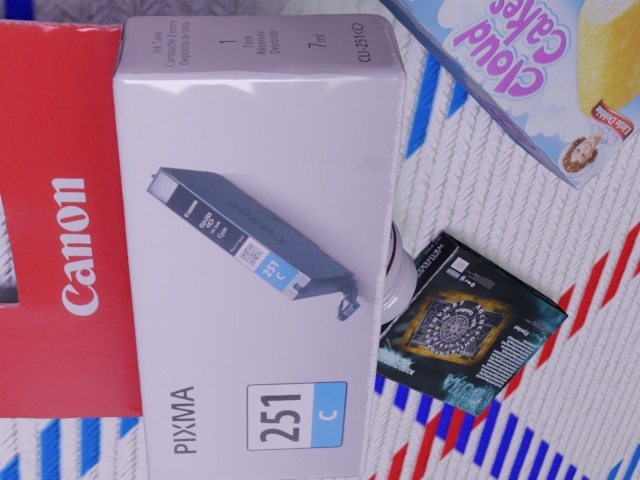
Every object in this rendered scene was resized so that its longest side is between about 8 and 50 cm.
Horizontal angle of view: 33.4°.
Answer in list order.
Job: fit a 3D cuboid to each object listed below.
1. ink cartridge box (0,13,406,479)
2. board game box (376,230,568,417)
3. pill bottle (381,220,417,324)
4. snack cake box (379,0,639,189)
[{"bbox_3d":[-0.096,0.020,0.596,0.261,0.066,0.296,-1,128,-4],"label":"ink cartridge box"},{"bbox_3d":[0.118,0.076,0.891,0.126,0.026,0.186,-50,136,11],"label":"board game box"},{"bbox_3d":[0.000,0.000,0.704,0.086,0.086,0.152,-45,136,5],"label":"pill bottle"},{"bbox_3d":[0.134,-0.160,0.665,0.152,0.089,0.264,-49,136,8],"label":"snack cake box"}]
